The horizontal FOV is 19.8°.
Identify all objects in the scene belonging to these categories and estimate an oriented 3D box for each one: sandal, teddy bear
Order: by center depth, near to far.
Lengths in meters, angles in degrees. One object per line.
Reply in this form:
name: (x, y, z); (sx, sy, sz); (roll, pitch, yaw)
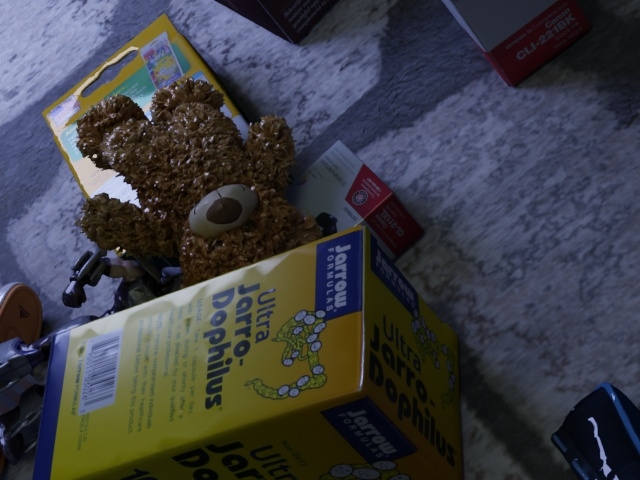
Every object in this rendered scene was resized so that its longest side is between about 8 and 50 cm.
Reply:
teddy bear: (-0.131, -0.067, 1.886); (0.245, 0.113, 0.338); (0, 39, -11)
sandal: (-0.344, 0.148, 2.027); (0.076, 0.102, 0.265); (-16, 46, 31)

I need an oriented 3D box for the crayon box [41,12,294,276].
crayon box: (-0.184, -0.108, 2.136); (0.203, 0.083, 0.323); (-39, 42, 3)

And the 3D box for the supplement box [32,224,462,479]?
supplement box: (-0.067, 0.162, 1.732); (0.356, 0.194, 0.195); (-20, 45, 23)

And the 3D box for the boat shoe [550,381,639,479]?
boat shoe: (0.259, 0.228, 1.517); (0.089, 0.109, 0.258); (-39, 24, 14)

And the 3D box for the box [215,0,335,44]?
box: (-0.072, -0.374, 2.211); (0.168, 0.167, 0.203); (-47, 42, -7)

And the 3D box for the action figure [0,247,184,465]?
action figure: (-0.230, 0.109, 1.917); (0.285, 0.185, 0.099); (-34, 12, 6)

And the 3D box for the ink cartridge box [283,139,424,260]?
ink cartridge box: (0.000, 0.000, 1.911); (0.175, 0.072, 0.127); (-42, 41, -1)

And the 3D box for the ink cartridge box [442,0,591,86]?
ink cartridge box: (0.147, -0.324, 1.922); (0.114, 0.273, 0.197); (-37, 42, 7)
